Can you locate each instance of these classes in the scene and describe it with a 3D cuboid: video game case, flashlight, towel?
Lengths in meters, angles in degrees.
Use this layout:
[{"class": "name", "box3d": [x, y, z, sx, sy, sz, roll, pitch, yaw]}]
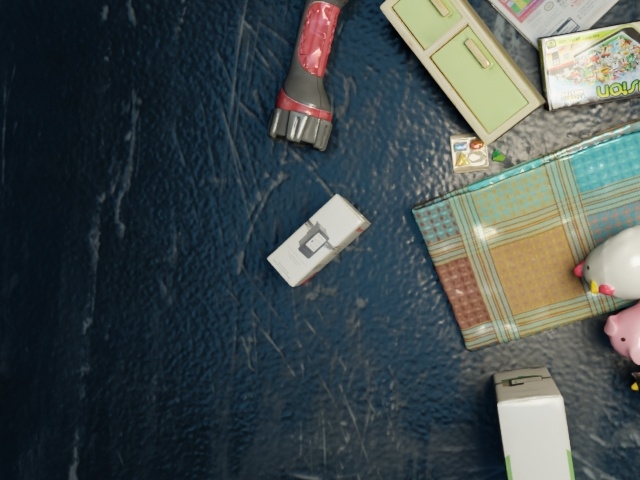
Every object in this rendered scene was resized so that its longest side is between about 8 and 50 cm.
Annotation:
[{"class": "video game case", "box3d": [0.372, -0.411, 1.261, 0.201, 0.023, 0.183, -44, 86, 7]}, {"class": "flashlight", "box3d": [-0.004, -0.298, 1.267, 0.103, 0.103, 0.304, 15, 94, 7]}, {"class": "towel", "box3d": [0.354, 0.004, 1.210, 0.370, 0.040, 0.271, -20, 104, 14]}]

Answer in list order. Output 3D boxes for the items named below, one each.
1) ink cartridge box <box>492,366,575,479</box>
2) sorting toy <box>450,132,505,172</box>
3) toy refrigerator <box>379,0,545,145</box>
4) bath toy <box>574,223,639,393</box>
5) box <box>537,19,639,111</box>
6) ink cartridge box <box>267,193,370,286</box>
[{"class": "ink cartridge box", "box3d": [0.311, 0.286, 1.186, 0.093, 0.219, 0.160, -8, 89, 10]}, {"class": "sorting toy", "box3d": [0.251, -0.142, 1.285, 0.083, 0.012, 0.062, -6, 90, 7]}, {"class": "toy refrigerator", "box3d": [0.217, -0.284, 1.233, 0.102, 0.094, 0.269, -38, 86, 24]}, {"class": "bath toy", "box3d": [0.478, 0.135, 1.161, 0.129, 0.151, 0.348, -15, 118, 44]}, {"class": "box", "box3d": [0.444, -0.271, 1.233, 0.207, 0.036, 0.114, -9, 104, 6]}, {"class": "ink cartridge box", "box3d": [0.000, 0.000, 1.269, 0.150, 0.109, 0.063, -43, 83, 6]}]
